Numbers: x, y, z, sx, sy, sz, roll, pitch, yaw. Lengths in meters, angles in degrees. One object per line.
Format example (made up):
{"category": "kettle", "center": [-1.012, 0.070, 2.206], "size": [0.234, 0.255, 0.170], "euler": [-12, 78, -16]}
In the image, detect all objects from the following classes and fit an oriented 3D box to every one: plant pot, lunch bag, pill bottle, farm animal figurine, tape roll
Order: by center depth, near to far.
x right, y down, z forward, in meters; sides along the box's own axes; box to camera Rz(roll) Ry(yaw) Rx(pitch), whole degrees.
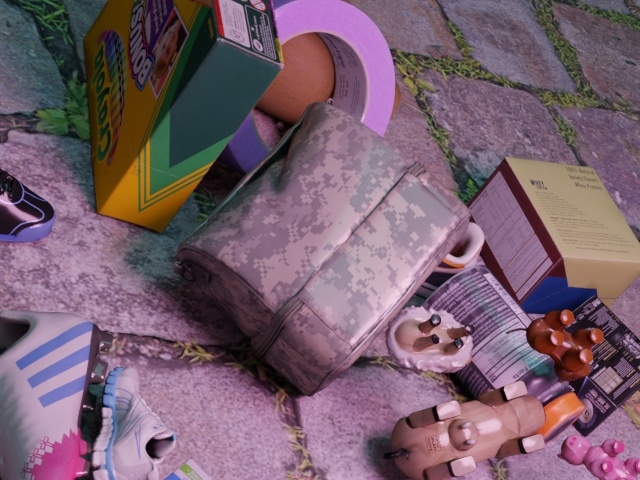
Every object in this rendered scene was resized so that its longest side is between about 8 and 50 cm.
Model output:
{"category": "lunch bag", "center": [0.000, 0.000, 1.887], "size": [0.256, 0.212, 0.305], "euler": [42, 70, 1]}
{"category": "farm animal figurine", "center": [0.227, 0.255, 1.890], "size": [0.327, 0.172, 0.330], "euler": [5, 74, -21]}
{"category": "pill bottle", "center": [0.249, 0.162, 2.067], "size": [0.130, 0.130, 0.245], "euler": [-16, 61, -49]}
{"category": "tape roll", "center": [-0.034, -0.205, 2.098], "size": [0.275, 0.274, 0.090], "euler": [9, 10, -34]}
{"category": "plant pot", "center": [-0.008, -0.259, 2.266], "size": [0.254, 0.237, 0.237], "euler": [40, 32, -22]}

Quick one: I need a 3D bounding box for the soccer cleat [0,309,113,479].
{"category": "soccer cleat", "center": [-0.307, 0.198, 1.575], "size": [0.143, 0.116, 0.331], "euler": [14, 36, -10]}

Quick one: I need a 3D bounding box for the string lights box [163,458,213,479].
{"category": "string lights box", "center": [-0.173, 0.344, 1.536], "size": [0.133, 0.077, 0.260], "euler": [43, 35, 7]}

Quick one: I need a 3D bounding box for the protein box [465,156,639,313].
{"category": "protein box", "center": [0.359, -0.004, 2.346], "size": [0.200, 0.136, 0.201], "euler": [4, 47, -37]}

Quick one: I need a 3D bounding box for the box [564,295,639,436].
{"category": "box", "center": [0.393, 0.180, 2.216], "size": [0.147, 0.077, 0.180], "euler": [46, 36, 12]}

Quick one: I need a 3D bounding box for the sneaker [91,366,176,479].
{"category": "sneaker", "center": [-0.196, 0.206, 1.645], "size": [0.083, 0.071, 0.190], "euler": [-6, 35, 2]}

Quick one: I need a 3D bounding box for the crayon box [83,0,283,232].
{"category": "crayon box", "center": [-0.191, -0.248, 1.987], "size": [0.106, 0.313, 0.363], "euler": [20, 38, -29]}

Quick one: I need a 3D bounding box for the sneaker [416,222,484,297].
{"category": "sneaker", "center": [0.081, -0.019, 2.132], "size": [0.321, 0.127, 0.126], "euler": [15, 42, -26]}

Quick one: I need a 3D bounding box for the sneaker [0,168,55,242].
{"category": "sneaker", "center": [-0.411, -0.070, 1.786], "size": [0.232, 0.090, 0.081], "euler": [18, 39, -25]}
